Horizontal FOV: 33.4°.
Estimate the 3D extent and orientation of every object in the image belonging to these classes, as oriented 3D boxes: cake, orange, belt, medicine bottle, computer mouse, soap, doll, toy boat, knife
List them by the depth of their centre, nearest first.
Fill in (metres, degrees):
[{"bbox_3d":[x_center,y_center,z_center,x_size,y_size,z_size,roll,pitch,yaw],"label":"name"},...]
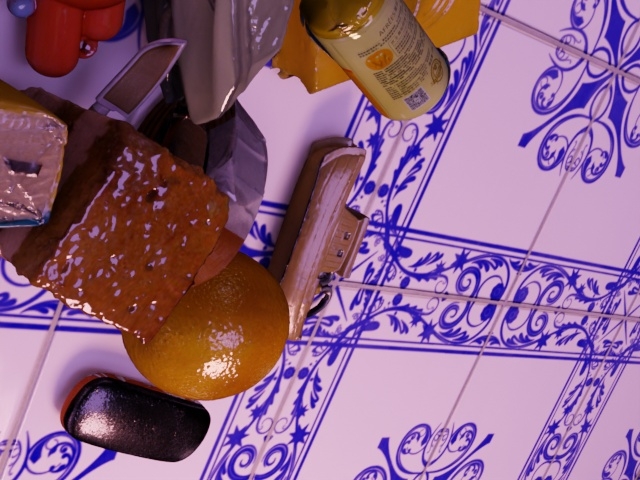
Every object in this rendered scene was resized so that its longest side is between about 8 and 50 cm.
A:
[{"bbox_3d":[-0.258,-0.316,1.158,0.161,0.130,0.290,-14,130,-40],"label":"doll"},{"bbox_3d":[-0.272,-0.044,1.201,0.196,0.293,0.199,32,86,-48],"label":"cake"},{"bbox_3d":[-0.116,-0.346,1.203,0.145,0.228,0.429,3,115,-39],"label":"computer mouse"},{"bbox_3d":[-0.239,-0.164,1.252,0.046,0.022,0.256,36,128,-23],"label":"knife"},{"bbox_3d":[-0.160,-0.074,1.336,0.105,0.184,0.261,51,47,-48],"label":"belt"},{"bbox_3d":[0.069,-0.259,1.363,0.124,0.124,0.239,-53,138,-3],"label":"medicine bottle"},{"bbox_3d":[-0.158,0.113,1.466,0.236,0.236,0.236,-23,130,-31],"label":"orange"},{"bbox_3d":[0.083,-0.345,1.480,0.324,0.096,0.204,-25,131,-29],"label":"soap"},{"bbox_3d":[0.000,0.000,1.620,0.121,0.089,0.321,12,102,-30],"label":"toy boat"}]

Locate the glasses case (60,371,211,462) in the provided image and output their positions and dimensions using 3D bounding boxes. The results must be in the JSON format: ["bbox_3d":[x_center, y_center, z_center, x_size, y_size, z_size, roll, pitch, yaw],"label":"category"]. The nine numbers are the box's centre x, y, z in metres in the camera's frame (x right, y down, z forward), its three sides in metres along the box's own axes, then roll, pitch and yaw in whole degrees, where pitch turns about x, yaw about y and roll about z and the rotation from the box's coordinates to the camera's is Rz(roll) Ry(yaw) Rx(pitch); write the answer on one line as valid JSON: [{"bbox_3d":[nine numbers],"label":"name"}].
[{"bbox_3d":[-0.267,0.264,1.573,0.266,0.067,0.103,30,95,-49],"label":"glasses case"}]

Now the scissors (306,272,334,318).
[{"bbox_3d":[-0.098,0.094,1.657,0.300,0.022,0.109,-12,120,-37],"label":"scissors"}]

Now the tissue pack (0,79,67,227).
[{"bbox_3d":[-0.398,-0.111,1.055,0.192,0.271,0.134,-5,115,-43],"label":"tissue pack"}]
